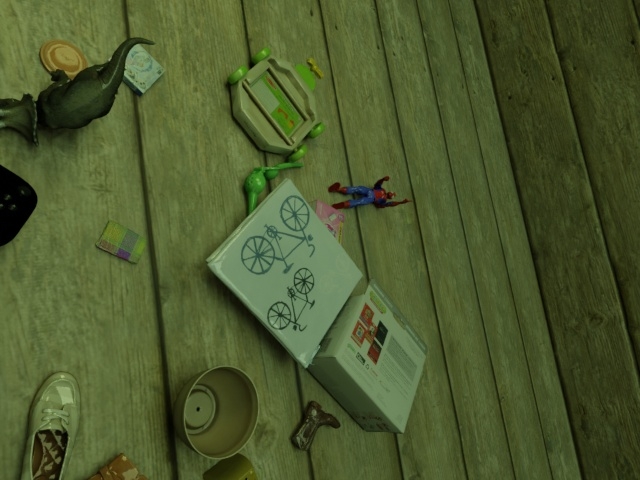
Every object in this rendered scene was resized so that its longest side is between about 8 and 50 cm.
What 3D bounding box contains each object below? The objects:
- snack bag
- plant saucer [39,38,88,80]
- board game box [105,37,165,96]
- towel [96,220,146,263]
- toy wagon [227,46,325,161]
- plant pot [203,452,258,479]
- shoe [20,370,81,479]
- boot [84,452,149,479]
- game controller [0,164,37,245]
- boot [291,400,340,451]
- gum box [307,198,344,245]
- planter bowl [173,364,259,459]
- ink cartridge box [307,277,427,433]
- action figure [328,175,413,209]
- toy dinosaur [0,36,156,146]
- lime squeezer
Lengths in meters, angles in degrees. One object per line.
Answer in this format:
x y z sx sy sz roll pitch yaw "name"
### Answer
-0.059 0.070 1.093 0.343 0.037 0.323 51 52 -18 "snack bag"
-0.487 -0.344 0.884 0.083 0.013 0.084 16 67 -42 "plant saucer"
-0.391 -0.368 0.984 0.090 0.020 0.090 45 50 -27 "board game box"
-0.380 0.004 0.888 0.083 0.009 0.060 33 55 -35 "towel"
-0.096 -0.384 1.255 0.267 0.068 0.344 51 47 -22 "toy wagon"
-0.164 0.476 0.908 0.081 0.083 0.081 -24 95 -46 "plant pot"
-0.416 0.317 0.719 0.076 0.058 0.219 19 65 -41 "shoe"
-0.329 0.468 0.754 0.152 0.072 0.197 -42 111 -48 "boot"
-0.577 -0.112 0.653 0.319 0.067 0.166 39 17 -30 "game controller"
-0.011 0.459 1.102 0.106 0.037 0.114 42 47 -12 "boot"
0.000 0.000 1.236 0.107 0.062 0.189 26 61 -37 "gum box"
-0.214 0.323 0.886 0.162 0.109 0.162 15 68 -42 "planter bowl"
0.130 0.301 1.227 0.309 0.130 0.272 52 46 -21 "ink cartridge box"
0.169 -0.144 1.405 0.280 0.139 0.092 -7 84 -49 "action figure"
-0.409 -0.244 0.798 0.160 0.313 0.121 -94 168 -46 "toy dinosaur"
-0.127 -0.142 1.157 0.110 0.058 0.310 49 48 -23 "lime squeezer"
